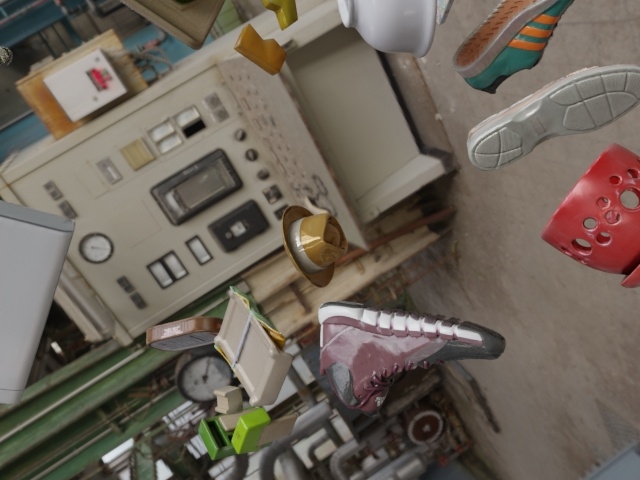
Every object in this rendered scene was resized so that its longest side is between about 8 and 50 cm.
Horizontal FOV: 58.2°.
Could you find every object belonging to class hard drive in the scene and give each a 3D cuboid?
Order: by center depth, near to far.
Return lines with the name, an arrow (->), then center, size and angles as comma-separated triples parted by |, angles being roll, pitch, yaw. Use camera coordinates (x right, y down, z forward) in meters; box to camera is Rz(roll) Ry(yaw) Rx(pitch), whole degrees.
hard drive -> -0.534, 0.093, 0.861 | 0.233, 0.353, 0.047 | 16, -155, -24

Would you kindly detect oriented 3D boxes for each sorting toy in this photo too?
sorting toy -> -0.142, -0.344, 0.665 | 0.307, 0.229, 0.041 | 29, 164, -28

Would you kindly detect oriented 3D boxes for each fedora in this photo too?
fedora -> 0.000, 0.000, 1.163 | 0.194, 0.079, 0.194 | 43, -147, -38

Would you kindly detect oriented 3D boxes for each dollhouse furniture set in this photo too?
dollhouse furniture set -> -0.048, 0.112, 0.459 | 0.076, 0.058, 0.152 | 47, 128, 39

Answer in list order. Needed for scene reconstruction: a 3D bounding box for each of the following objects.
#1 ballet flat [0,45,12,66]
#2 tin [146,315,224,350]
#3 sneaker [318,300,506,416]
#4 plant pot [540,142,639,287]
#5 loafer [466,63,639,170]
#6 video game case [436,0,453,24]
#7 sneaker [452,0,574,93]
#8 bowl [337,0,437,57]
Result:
ballet flat -> -0.603, -0.321, 1.024 | 0.041, 0.114, 0.041 | 25, 135, 27
tin -> -0.288, 0.204, 1.243 | 0.106, 0.189, 0.040 | 34, -136, -59
sneaker -> 0.122, 0.185, 0.844 | 0.281, 0.163, 0.106 | 6, 177, 29
plant pot -> 0.479, -0.032, 0.913 | 0.174, 0.191, 0.191 | 40, 167, 23
loafer -> 0.162, -0.094, 0.410 | 0.045, 0.125, 0.039 | 54, -157, -30
video game case -> 0.319, -0.769, 1.641 | 0.227, 0.026, 0.206 | 64, 172, 12
sneaker -> 0.403, -0.414, 1.112 | 0.121, 0.302, 0.108 | 28, -148, -36
bowl -> 0.099, -0.464, 1.019 | 0.298, 0.134, 0.298 | 169, 90, -88
